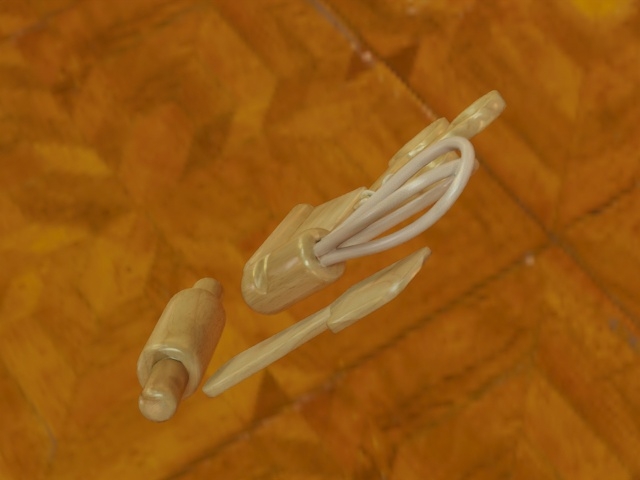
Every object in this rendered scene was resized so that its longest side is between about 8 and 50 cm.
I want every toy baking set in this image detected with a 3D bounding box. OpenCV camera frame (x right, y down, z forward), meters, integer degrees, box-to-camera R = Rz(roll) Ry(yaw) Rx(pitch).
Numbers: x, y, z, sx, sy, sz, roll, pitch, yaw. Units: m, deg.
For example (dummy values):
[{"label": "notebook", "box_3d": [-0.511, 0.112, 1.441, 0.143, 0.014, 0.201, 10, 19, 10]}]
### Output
[{"label": "toy baking set", "box_3d": [-0.005, 0.004, 0.876, 0.197, 0.030, 0.256, -39, 9, 18]}]
